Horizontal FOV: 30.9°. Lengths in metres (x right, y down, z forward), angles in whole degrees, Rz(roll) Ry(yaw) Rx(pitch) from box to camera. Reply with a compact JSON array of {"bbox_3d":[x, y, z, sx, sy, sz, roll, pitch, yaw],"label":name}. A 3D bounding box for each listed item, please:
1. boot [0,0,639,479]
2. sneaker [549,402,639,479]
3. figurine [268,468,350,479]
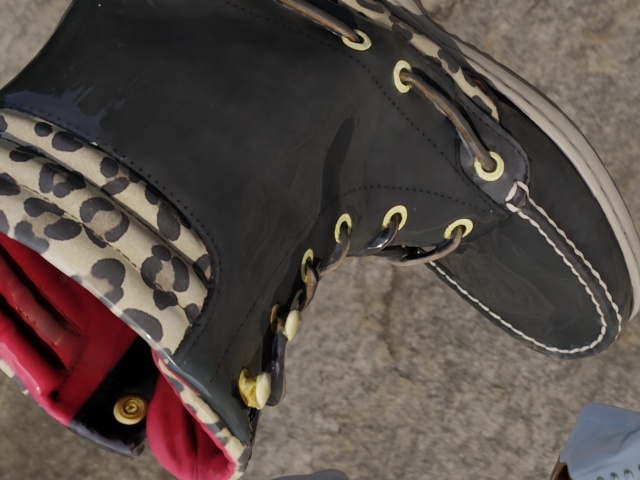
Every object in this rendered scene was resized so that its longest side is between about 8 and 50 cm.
[{"bbox_3d":[0.000,0.000,0.580,0.138,0.377,0.284,-21,30,46],"label":"boot"},{"bbox_3d":[0.311,0.228,1.093,0.123,0.106,0.290,-53,7,-14],"label":"sneaker"},{"bbox_3d":[-0.080,0.218,0.694,0.210,0.215,0.092,-3,109,0],"label":"figurine"}]
